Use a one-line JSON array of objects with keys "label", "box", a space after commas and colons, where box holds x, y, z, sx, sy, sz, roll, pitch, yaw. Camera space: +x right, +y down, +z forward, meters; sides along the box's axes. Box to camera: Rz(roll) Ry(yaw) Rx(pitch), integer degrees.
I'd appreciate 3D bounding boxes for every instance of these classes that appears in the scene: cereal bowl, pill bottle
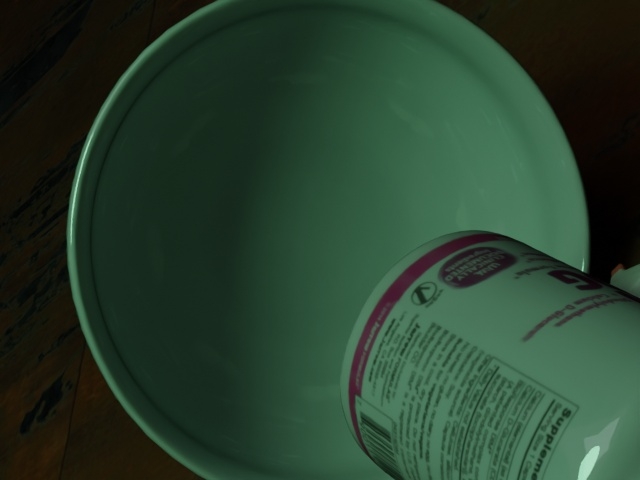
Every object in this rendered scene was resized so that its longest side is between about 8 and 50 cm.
[{"label": "cereal bowl", "box": [0.000, 0.000, 0.974, 0.339, 0.339, 0.141, -58, 10, -2]}, {"label": "pill bottle", "box": [0.149, 0.109, 0.775, 0.160, 0.160, 0.283, -58, 38, -2]}]

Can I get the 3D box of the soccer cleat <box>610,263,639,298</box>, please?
[{"label": "soccer cleat", "box": [0.244, 0.014, 0.843, 0.196, 0.068, 0.076, -42, 37, 39]}]
